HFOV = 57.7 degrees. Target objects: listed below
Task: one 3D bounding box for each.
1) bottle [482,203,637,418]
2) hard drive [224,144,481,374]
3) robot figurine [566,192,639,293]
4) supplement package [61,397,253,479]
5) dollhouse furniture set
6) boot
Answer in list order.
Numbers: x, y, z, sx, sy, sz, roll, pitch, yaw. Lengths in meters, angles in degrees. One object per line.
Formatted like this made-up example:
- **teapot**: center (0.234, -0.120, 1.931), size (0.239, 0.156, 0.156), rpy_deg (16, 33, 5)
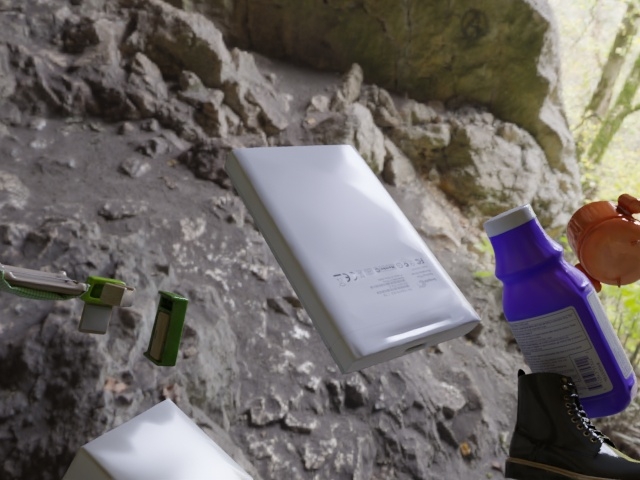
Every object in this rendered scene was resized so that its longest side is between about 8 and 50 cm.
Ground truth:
- **bottle**: center (0.305, 0.091, 0.767), size (0.092, 0.283, 0.118), rpy_deg (-24, -3, -43)
- **hard drive**: center (0.040, 0.001, 0.815), size (0.233, 0.047, 0.353), rpy_deg (-9, 54, -37)
- **robot figurine**: center (0.525, 0.005, 1.055), size (0.158, 0.128, 0.219), rpy_deg (-32, 11, 19)
- **supplement package**: center (-0.260, 0.399, 0.782), size (0.177, 0.293, 0.175), rpy_deg (38, 18, 14)
- **dollhouse furniture set**: center (-0.185, 0.059, 0.456), size (0.152, 0.058, 0.076), rpy_deg (15, -4, -37)
- **boot**: center (0.301, 0.212, 0.656), size (0.198, 0.137, 0.077), rpy_deg (-10, -30, 44)
